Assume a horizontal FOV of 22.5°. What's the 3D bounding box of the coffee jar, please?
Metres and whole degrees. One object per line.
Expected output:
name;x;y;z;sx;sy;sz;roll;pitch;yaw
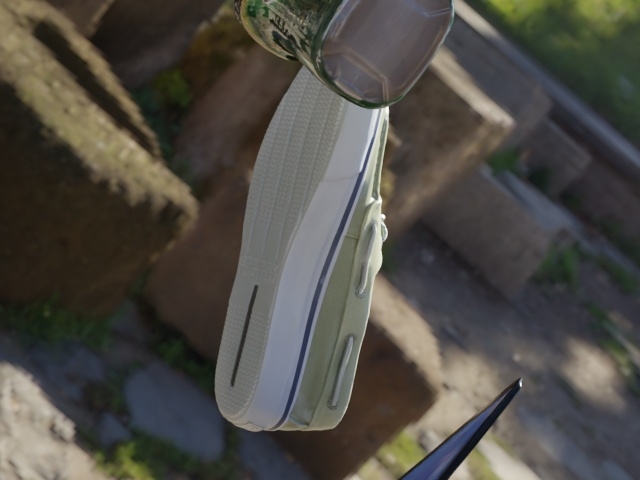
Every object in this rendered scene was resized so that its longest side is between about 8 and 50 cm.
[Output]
coffee jar;0.009;-0.153;1.053;0.079;0.096;0.184;33;5;-28

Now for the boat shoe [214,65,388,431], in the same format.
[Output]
boat shoe;0.000;0.000;1.219;0.094;0.302;0.109;13;7;-33

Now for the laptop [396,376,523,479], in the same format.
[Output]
laptop;-0.034;0.168;1.037;0.264;0.234;0.136;12;58;-17
